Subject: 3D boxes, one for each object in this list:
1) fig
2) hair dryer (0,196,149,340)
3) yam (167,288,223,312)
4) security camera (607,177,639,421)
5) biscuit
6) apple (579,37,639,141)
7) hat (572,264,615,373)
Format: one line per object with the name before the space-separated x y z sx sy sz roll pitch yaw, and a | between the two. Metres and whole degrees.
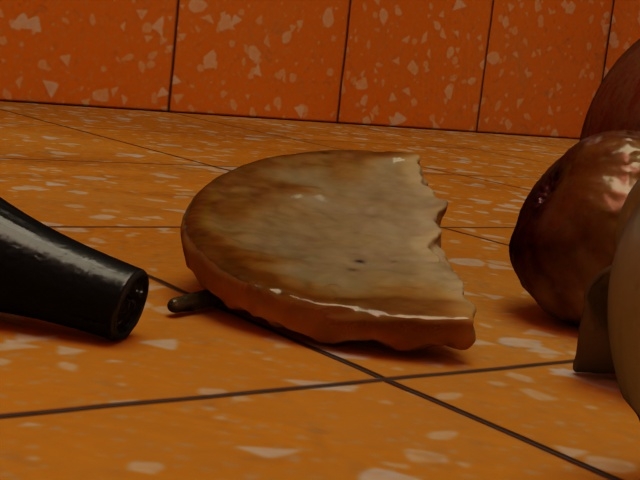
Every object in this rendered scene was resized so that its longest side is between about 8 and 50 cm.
fig | 0.279 0.018 0.952 0.257 0.159 0.159 24 10 3
hair dryer | -0.244 0.035 0.685 0.235 0.091 0.271 19 24 12
yam | -0.075 0.040 0.868 0.014 0.014 0.107 11 10 26
security camera | 0.233 0.048 0.476 0.197 0.191 0.277 -48 33 -22
biscuit | 0.000 0.000 0.910 0.204 0.040 0.309 2 24 -4
apple | 0.452 -0.113 1.395 0.345 0.269 0.345 7 8 -1
hat | 0.268 0.040 0.791 0.166 0.144 0.173 14 34 29
